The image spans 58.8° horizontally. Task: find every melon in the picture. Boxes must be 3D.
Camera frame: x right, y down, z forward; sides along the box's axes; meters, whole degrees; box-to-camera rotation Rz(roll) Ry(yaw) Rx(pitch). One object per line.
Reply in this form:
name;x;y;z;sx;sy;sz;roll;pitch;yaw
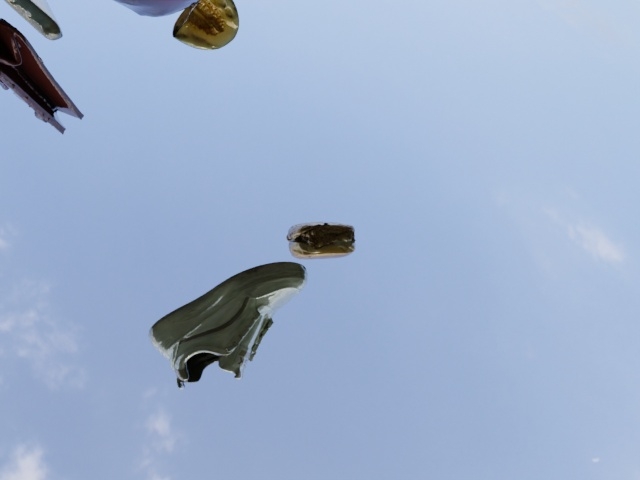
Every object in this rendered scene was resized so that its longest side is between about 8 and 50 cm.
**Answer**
melon;-0.251;-0.501;1.290;0.128;0.160;0.079;39;-161;-24

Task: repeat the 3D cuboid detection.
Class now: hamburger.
hamburger;0.000;0.000;1.201;0.138;0.147;0.083;1;-90;-17

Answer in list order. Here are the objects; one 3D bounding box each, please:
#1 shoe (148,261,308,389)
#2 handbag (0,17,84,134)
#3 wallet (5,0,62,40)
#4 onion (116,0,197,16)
shoe;-0.150;0.164;1.017;0.316;0.124;0.159;-27;-115;8
handbag;-0.593;-0.340;1.042;0.260;0.275;0.084;36;-103;15
wallet;-0.843;-0.702;1.539;0.083;0.252;0.360;-42;-125;5
onion;-0.235;-0.527;0.820;0.385;0.348;0.347;-35;-106;-2
